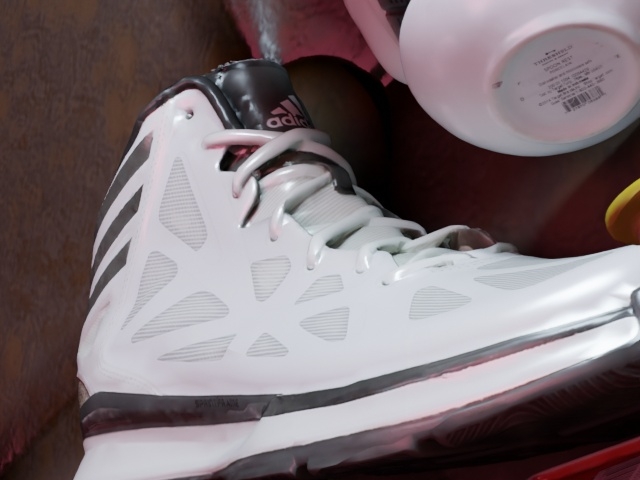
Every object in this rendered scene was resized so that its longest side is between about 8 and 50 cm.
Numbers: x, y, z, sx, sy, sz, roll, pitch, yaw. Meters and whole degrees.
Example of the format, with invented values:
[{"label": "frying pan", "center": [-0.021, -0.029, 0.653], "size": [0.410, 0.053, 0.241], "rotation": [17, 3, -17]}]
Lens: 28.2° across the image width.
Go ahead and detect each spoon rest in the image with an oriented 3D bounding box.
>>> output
[{"label": "spoon rest", "center": [0.167, -0.122, 0.582], "size": [0.276, 0.137, 0.084], "rotation": [-22, 43, 22]}]

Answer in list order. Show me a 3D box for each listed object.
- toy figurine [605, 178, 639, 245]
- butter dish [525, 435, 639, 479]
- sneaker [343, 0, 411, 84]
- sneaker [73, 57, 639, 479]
[{"label": "toy figurine", "center": [0.227, -0.018, 0.438], "size": [0.213, 0.209, 0.148], "rotation": [-41, 68, 30]}, {"label": "butter dish", "center": [0.138, 0.161, 0.561], "size": [0.160, 0.160, 0.118], "rotation": [-31, 86, 38]}, {"label": "sneaker", "center": [0.024, -0.212, 0.760], "size": [0.129, 0.111, 0.297], "rotation": [-49, 50, 51]}, {"label": "sneaker", "center": [-0.001, 0.000, 0.684], "size": [0.447, 0.169, 0.258], "rotation": [-18, 73, 43]}]
